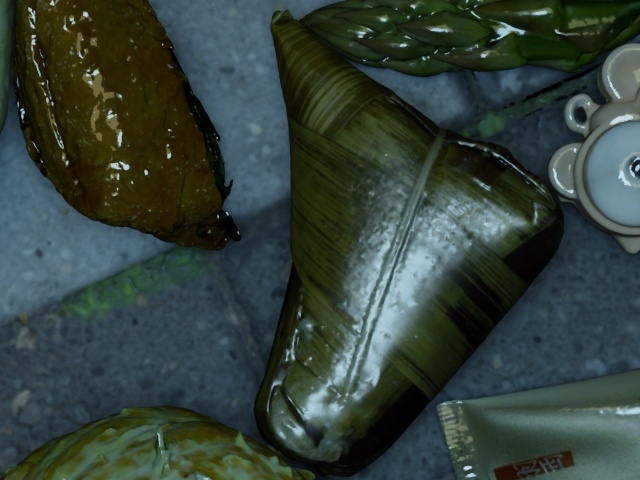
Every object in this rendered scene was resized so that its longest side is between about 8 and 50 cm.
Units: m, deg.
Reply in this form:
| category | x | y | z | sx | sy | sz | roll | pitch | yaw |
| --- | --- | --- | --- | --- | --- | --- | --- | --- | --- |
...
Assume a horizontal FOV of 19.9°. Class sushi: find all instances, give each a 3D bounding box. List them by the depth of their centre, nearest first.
| category | x | y | z | sx | sy | sz | roll | pitch | yaw |
| --- | --- | --- | --- | --- | --- | --- | --- | --- | --- |
| sushi | -0.161 | -0.116 | 1.414 | 0.140 | 0.149 | 0.287 | -17 | 82 | -34 |

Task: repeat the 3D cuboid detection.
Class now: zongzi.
| category | x | y | z | sx | sy | sz | roll | pitch | yaw |
| --- | --- | --- | --- | --- | --- | --- | --- | --- | --- |
| zongzi | 0.000 | 0.000 | 1.389 | 0.288 | 0.134 | 0.286 | 40 | 84 | 6 |

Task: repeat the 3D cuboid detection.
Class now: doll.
| category | x | y | z | sx | sy | sz | roll | pitch | yaw |
| --- | --- | --- | --- | --- | --- | --- | --- | --- | --- |
| doll | 0.314 | -0.048 | 1.392 | 0.278 | 0.119 | 0.154 | 16 | 88 | 0 |

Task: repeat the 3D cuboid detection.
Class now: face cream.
| category | x | y | z | sx | sy | sz | roll | pitch | yaw |
| --- | --- | --- | --- | --- | --- | --- | --- | --- | --- |
| face cream | 0.270 | 0.145 | 1.393 | 0.341 | 0.084 | 0.137 | -17 | 91 | 8 |

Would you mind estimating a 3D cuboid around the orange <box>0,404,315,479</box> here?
| category | x | y | z | sx | sy | sz | roll | pitch | yaw |
| --- | --- | --- | --- | --- | --- | --- | --- | --- | --- |
| orange | -0.128 | 0.279 | 1.278 | 0.249 | 0.329 | 0.329 | 22 | 83 | -38 |

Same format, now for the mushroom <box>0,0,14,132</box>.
| category | x | y | z | sx | sy | sz | roll | pitch | yaw |
| --- | --- | --- | --- | --- | --- | --- | --- | --- | --- |
| mushroom | -0.386 | -0.155 | 1.370 | 0.352 | 0.260 | 0.352 | 5 | 105 | 19 |

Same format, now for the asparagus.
| category | x | y | z | sx | sy | sz | roll | pitch | yaw |
| --- | --- | --- | --- | --- | --- | --- | --- | --- | --- |
| asparagus | 0.124 | -0.165 | 1.436 | 0.287 | 0.080 | 0.080 | 3 | 83 | 4 |
